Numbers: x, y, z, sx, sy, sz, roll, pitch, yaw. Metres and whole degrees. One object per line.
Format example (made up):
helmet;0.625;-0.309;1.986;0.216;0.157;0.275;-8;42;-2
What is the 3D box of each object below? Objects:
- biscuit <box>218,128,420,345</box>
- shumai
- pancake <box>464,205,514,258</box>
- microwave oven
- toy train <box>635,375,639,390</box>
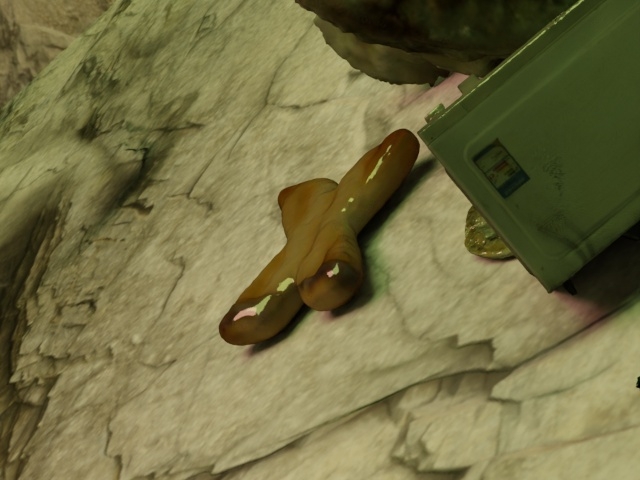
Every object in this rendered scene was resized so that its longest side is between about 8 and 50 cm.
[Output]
biscuit;0.001;0.000;1.682;0.164;0.047;0.208;-24;27;37
shumai;0.122;-0.320;1.742;0.395;0.395;0.348;-42;0;-1
pancake;0.160;-0.034;1.503;0.116;0.022;0.129;-24;27;44
microwave oven;0.192;-0.081;1.341;0.205;0.163;0.129;-39;-3;5
toy train;0.227;0.073;1.092;0.050;0.081;0.122;-33;20;45
